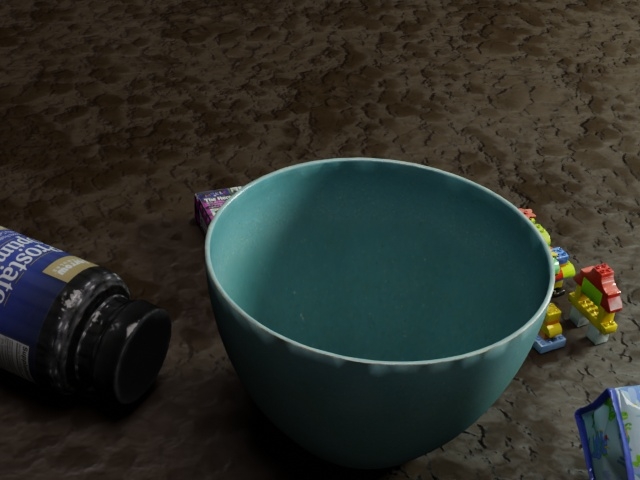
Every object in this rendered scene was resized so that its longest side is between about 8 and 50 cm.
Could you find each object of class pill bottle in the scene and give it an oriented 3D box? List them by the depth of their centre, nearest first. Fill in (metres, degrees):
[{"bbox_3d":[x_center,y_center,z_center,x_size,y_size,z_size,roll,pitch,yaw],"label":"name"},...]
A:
[{"bbox_3d":[-0.254,0.068,1.050,0.219,0.123,0.123,20,38,18],"label":"pill bottle"}]

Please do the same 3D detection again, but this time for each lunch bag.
[{"bbox_3d":[0.299,0.200,0.957,0.129,0.096,0.151,-5,65,-13],"label":"lunch bag"}]

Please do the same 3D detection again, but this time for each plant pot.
[{"bbox_3d":[0.044,0.085,0.998,0.290,0.195,0.290,3,35,-2],"label":"plant pot"}]

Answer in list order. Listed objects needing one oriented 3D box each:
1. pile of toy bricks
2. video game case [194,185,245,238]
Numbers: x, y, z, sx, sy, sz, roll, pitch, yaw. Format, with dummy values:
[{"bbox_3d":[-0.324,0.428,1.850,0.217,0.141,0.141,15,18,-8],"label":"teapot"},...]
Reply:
[{"bbox_3d":[0.215,0.018,1.193,0.118,0.105,0.212,-13,39,-23],"label":"pile of toy bricks"},{"bbox_3d":[0.000,0.000,1.248,0.232,0.042,0.210,-10,38,-20],"label":"video game case"}]
